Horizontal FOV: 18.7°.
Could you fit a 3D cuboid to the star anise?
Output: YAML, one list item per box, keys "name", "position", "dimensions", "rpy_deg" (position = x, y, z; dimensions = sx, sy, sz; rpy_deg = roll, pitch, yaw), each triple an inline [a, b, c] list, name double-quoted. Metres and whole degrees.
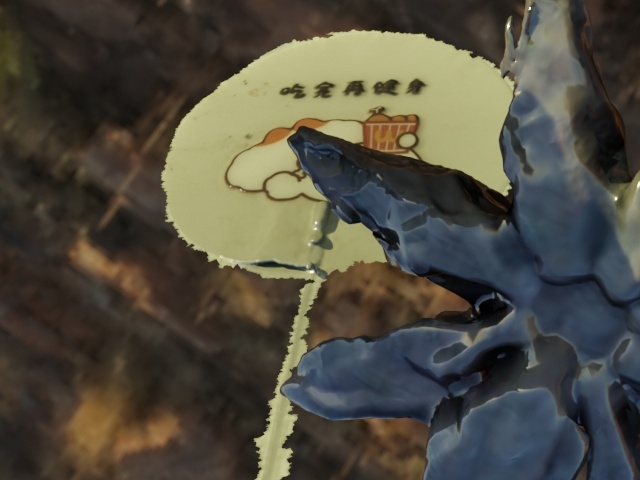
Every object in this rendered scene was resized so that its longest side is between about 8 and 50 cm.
- name: "star anise"
  position: [0.069, 0.014, 0.538]
  dimensions: [0.204, 0.061, 0.181]
  rpy_deg: [-32, 91, 18]

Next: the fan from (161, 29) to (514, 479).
- name: "fan"
  position: [0.000, -0.001, 0.930]
  dimensions: [0.190, 0.329, 0.009]
  rpy_deg: [0, 135, 15]
